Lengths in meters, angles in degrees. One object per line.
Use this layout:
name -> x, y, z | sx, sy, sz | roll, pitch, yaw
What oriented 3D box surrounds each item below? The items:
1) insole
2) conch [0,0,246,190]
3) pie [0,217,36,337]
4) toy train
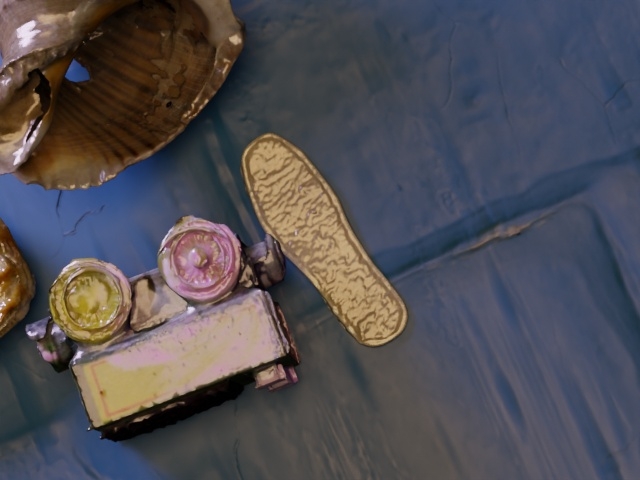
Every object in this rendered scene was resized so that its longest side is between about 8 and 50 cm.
insole -> 0.000, 0.000, 1.973 | 0.081, 0.011, 0.248 | -36, 80, -1
conch -> -0.217, -0.206, 1.947 | 0.263, 0.186, 0.324 | 26, 99, -8
pie -> -0.391, 0.052, 1.966 | 0.205, 0.084, 0.179 | -41, 81, -3
toy train -> -0.148, 0.086, 1.912 | 0.261, 0.134, 0.177 | -21, 80, 2
